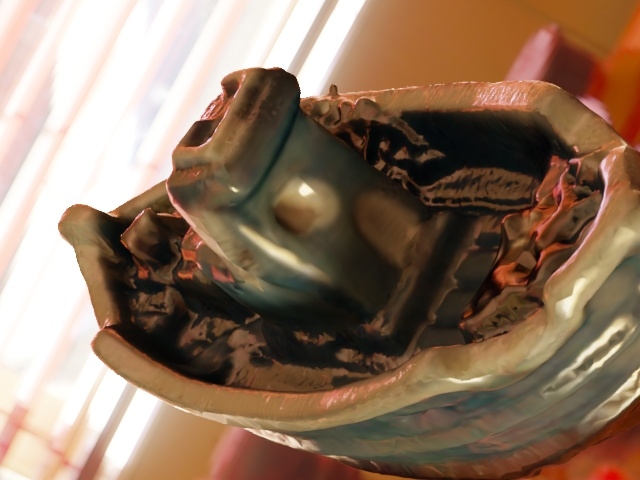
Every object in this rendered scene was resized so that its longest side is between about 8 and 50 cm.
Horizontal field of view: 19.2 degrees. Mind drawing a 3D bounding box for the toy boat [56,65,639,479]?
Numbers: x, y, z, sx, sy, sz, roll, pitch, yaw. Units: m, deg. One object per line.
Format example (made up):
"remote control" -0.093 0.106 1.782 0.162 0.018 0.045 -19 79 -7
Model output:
"toy boat" 0.000 0.000 0.616 0.309 0.142 0.129 0 55 54
